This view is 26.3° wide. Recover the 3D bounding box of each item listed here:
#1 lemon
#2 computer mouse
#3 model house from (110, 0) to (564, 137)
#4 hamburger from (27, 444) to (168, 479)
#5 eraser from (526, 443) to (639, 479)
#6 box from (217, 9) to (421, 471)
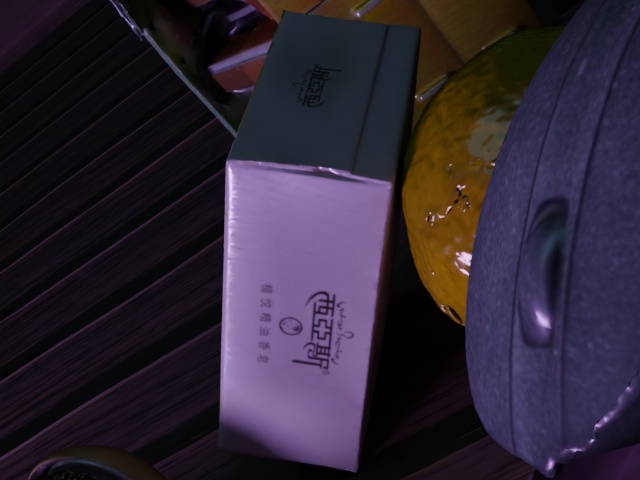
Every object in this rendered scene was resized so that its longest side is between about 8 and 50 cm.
[{"bbox_3d":[0.146,-0.033,0.830,0.192,0.192,0.231,-23,29,42],"label":"lemon"},{"bbox_3d":[0.173,-0.068,0.642,0.374,0.114,0.203,-55,23,-20],"label":"computer mouse"},{"bbox_3d":[0.056,-0.270,1.276,0.323,0.300,0.340,-12,38,44],"label":"model house"},{"bbox_3d":[-0.163,0.224,0.970,0.175,0.175,0.137,-25,23,39],"label":"hamburger"},{"bbox_3d":[0.216,0.112,0.571,0.272,0.122,0.359,0,50,57],"label":"eraser"},{"bbox_3d":[0.000,0.000,0.953,0.194,0.111,0.260,-76,-5,-52],"label":"box"}]
